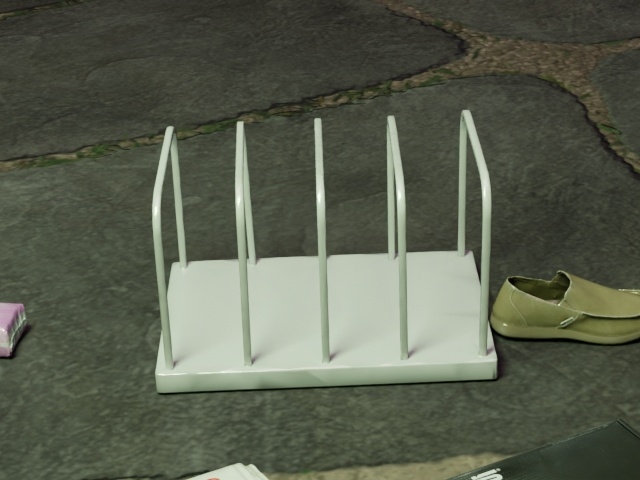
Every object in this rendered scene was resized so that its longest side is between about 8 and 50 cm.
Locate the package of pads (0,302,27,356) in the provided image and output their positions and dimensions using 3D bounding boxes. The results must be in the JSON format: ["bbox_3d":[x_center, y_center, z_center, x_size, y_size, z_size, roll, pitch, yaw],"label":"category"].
[{"bbox_3d":[-0.299,0.076,1.264,0.083,0.032,0.050,1,26,7],"label":"package of pads"}]

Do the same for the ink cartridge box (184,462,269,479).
[{"bbox_3d":[-0.113,0.219,0.858,0.217,0.092,0.158,-17,14,-16],"label":"ink cartridge box"}]

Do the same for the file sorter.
[{"bbox_3d":[0.000,0.000,1.236,0.277,0.173,0.193,-3,27,0],"label":"file sorter"}]

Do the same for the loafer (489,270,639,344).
[{"bbox_3d":[0.218,0.055,1.242,0.148,0.050,0.056,-3,27,0],"label":"loafer"}]

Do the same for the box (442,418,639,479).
[{"bbox_3d":[0.178,0.202,0.969,0.190,0.045,0.184,-14,32,-23],"label":"box"}]
